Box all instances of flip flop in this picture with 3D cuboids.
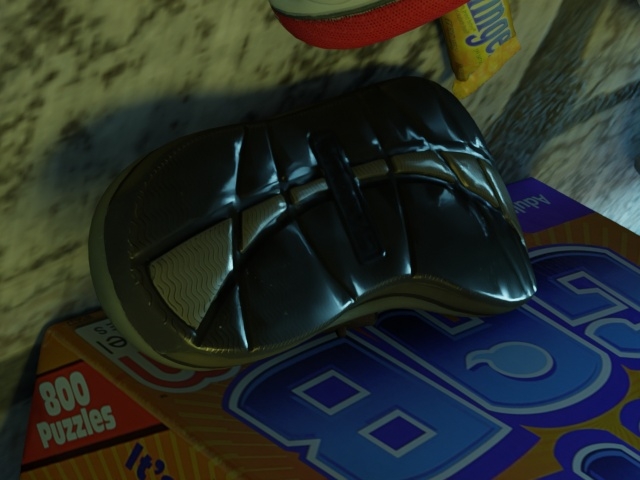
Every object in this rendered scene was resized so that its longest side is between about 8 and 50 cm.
[{"bbox_3d":[0.000,0.000,0.653,0.080,0.112,0.277,-25,174,39],"label":"flip flop"}]

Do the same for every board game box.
[{"bbox_3d":[0.091,0.230,0.755,0.356,0.356,0.356,-17,130,-45],"label":"board game box"}]

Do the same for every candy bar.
[{"bbox_3d":[0.063,-0.107,0.653,0.040,0.018,0.161,-40,158,-5],"label":"candy bar"}]

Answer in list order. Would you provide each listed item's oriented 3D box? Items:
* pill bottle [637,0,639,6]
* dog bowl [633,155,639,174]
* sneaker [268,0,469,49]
[{"bbox_3d":[0.199,-0.121,0.783,0.065,0.065,0.116,-50,157,19],"label":"pill bottle"},{"bbox_3d":[0.369,-0.073,0.934,0.349,0.102,0.349,-23,172,-4],"label":"dog bowl"},{"bbox_3d":[0.104,-0.124,0.531,0.279,0.107,0.118,-33,132,-20],"label":"sneaker"}]
